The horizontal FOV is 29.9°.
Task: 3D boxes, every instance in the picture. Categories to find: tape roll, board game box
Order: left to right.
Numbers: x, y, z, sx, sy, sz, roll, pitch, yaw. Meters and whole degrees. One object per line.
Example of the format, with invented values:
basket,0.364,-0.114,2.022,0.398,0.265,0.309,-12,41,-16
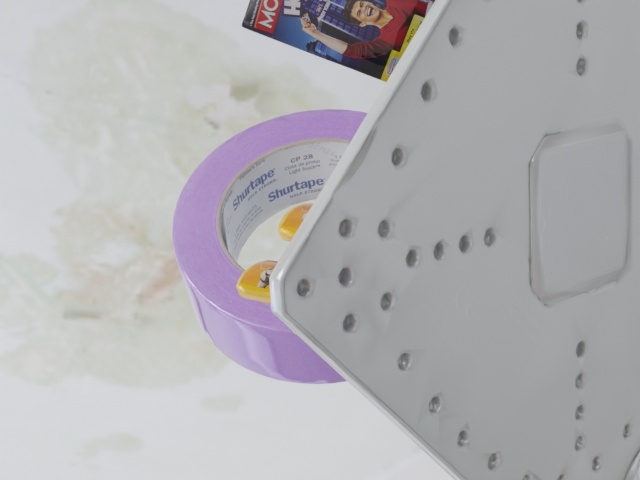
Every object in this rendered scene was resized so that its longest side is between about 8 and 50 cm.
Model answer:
tape roll,0.000,0.000,1.156,0.274,0.275,0.090,-3,-39,6
board game box,0.020,-0.239,0.909,0.194,0.060,0.194,22,-73,1
board game box,0.158,-0.022,0.808,0.050,0.390,0.390,10,-27,46
